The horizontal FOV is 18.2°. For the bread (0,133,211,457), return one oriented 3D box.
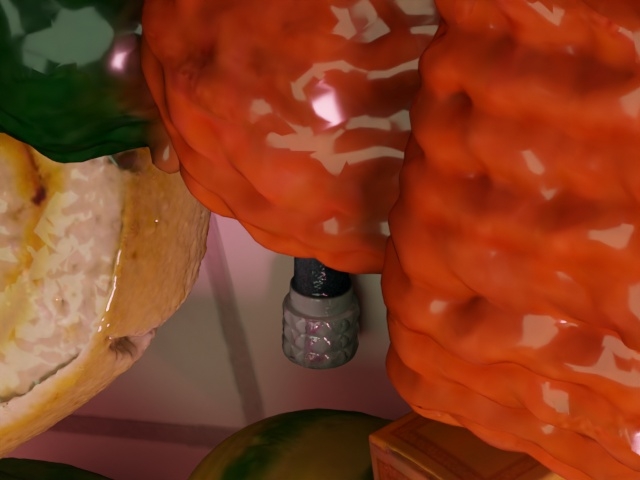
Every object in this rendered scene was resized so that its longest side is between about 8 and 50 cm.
[{"bbox_3d":[-0.154,0.002,0.878,0.257,0.124,0.186,-29,79,17],"label":"bread"}]

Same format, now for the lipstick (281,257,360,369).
[{"bbox_3d":[0.000,0.000,0.895,0.037,0.037,0.116,12,120,20],"label":"lipstick"}]

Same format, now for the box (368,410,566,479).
[{"bbox_3d":[0.123,0.166,0.844,0.076,0.174,0.274,29,137,46],"label":"box"}]

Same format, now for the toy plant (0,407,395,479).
[{"bbox_3d":[-0.083,0.172,0.966,0.315,0.184,0.224,-4,146,38],"label":"toy plant"}]

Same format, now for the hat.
[{"bbox_3d":[0.055,-0.094,0.698,0.400,0.285,0.285,27,131,30],"label":"hat"}]
